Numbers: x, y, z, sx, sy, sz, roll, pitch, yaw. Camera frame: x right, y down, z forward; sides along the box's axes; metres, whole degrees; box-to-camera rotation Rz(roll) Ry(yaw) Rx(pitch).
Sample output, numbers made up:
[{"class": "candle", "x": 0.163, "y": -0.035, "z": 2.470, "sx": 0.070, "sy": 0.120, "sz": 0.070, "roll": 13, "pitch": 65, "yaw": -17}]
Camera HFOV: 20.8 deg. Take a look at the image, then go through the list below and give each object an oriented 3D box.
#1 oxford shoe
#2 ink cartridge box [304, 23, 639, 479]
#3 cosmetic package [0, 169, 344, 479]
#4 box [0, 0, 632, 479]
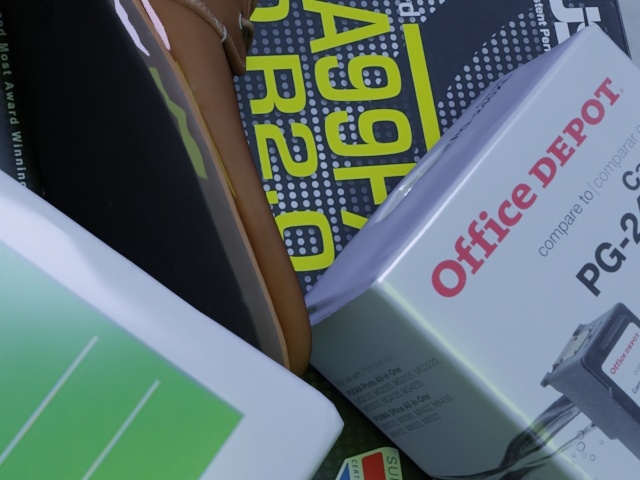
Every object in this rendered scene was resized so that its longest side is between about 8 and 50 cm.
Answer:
[{"class": "oxford shoe", "x": -0.041, "y": -0.055, "z": 0.459, "sx": 0.076, "sy": 0.076, "sz": 0.212, "roll": -17, "pitch": 82, "yaw": -37}, {"class": "ink cartridge box", "x": 0.083, "y": 0.032, "z": 0.486, "sx": 0.150, "sy": 0.063, "sz": 0.109, "roll": 44, "pitch": 64, "yaw": -6}, {"class": "cosmetic package", "x": -0.207, "y": 0.021, "z": 0.355, "sx": 0.365, "sy": 0.155, "sz": 0.197, "roll": 34, "pitch": 66, "yaw": 1}, {"class": "box", "x": 0.000, "y": 0.000, "z": 0.531, "sx": 0.216, "sy": 0.060, "sz": 0.270, "roll": -4, "pitch": 77, "yaw": -23}]
